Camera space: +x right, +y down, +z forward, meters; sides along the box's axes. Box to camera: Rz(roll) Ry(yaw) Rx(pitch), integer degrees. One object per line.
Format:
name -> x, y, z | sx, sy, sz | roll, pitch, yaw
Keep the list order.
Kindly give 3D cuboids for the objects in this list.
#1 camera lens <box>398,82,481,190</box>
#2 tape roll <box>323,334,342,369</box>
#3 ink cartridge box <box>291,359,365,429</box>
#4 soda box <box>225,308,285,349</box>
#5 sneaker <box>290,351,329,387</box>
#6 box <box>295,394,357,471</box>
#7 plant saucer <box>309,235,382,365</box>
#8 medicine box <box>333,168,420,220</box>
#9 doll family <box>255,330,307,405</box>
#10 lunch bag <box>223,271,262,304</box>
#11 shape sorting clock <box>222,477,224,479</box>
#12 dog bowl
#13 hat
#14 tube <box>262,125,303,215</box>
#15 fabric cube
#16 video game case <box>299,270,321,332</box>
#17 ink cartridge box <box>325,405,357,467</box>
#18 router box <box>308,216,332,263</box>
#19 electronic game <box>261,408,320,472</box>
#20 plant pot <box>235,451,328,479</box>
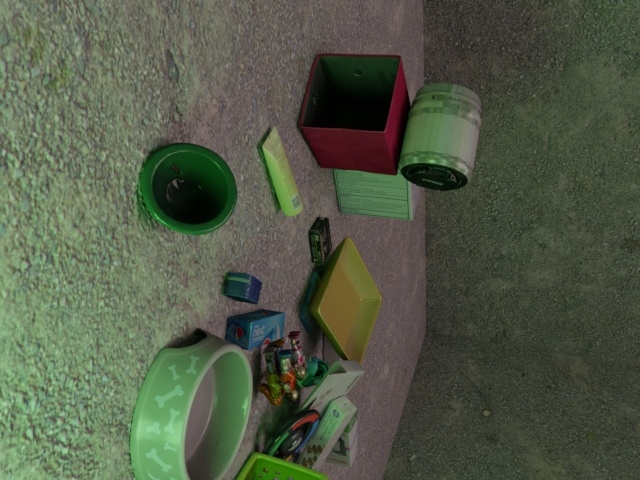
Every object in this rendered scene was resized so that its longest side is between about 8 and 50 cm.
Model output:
camera lens -> 0.359, -0.301, 1.892 | 0.219, 0.219, 0.274 | 45, 55, -66
tape roll -> 0.106, 0.339, 2.391 | 0.392, 0.072, 0.392 | 8, 90, -70
ink cartridge box -> -0.011, 0.486, 1.933 | 0.275, 0.060, 0.239 | -54, 150, 12
soda box -> -0.160, 0.221, 1.590 | 0.210, 0.067, 0.071 | 1, 96, -70
sneaker -> -0.022, 0.415, 1.992 | 0.275, 0.109, 0.107 | 44, 55, -68
box -> 0.014, 0.631, 2.024 | 0.067, 0.063, 0.324 | -13, 137, -47
plant saucer -> 0.077, 0.213, 2.114 | 0.333, 0.081, 0.333 | 60, 38, -36
medicine box -> 0.194, -0.230, 2.142 | 0.149, 0.263, 0.289 | -65, 154, -43
doll family -> -0.111, 0.363, 1.750 | 0.263, 0.118, 0.163 | -52, 136, -78
lunch bag -> -0.179, 0.109, 1.493 | 0.098, 0.067, 0.065 | 47, 54, -67
shape sorting clock -> -0.273, 0.608, 1.444 | 0.206, 0.040, 0.206 | 7, 90, -71
dog bowl -> -0.251, 0.362, 1.328 | 0.349, 0.102, 0.349 | 8, 90, -71
hat -> -0.269, -0.082, 1.234 | 0.208, 0.183, 0.173 | 11, 77, -30
tube -> -0.102, -0.173, 1.643 | 0.070, 0.062, 0.240 | 53, -15, 48
fabric cube -> 0.111, -0.370, 1.871 | 0.258, 0.259, 0.254 | 56, 44, -65
video game case -> -0.026, 0.199, 2.047 | 0.119, 0.015, 0.166 | 67, 35, -56
ink cartridge box -> 0.045, 0.672, 2.209 | 0.093, 0.154, 0.213 | -53, 146, -55
router box -> 0.000, 0.000, 2.013 | 0.092, 0.038, 0.123 | -60, 150, -49
electronic game -> -0.087, 0.579, 1.828 | 0.229, 0.048, 0.229 | -36, 150, -25
plant pot -> -0.123, 0.733, 1.661 | 0.227, 0.228, 0.207 | -52, 152, -56
